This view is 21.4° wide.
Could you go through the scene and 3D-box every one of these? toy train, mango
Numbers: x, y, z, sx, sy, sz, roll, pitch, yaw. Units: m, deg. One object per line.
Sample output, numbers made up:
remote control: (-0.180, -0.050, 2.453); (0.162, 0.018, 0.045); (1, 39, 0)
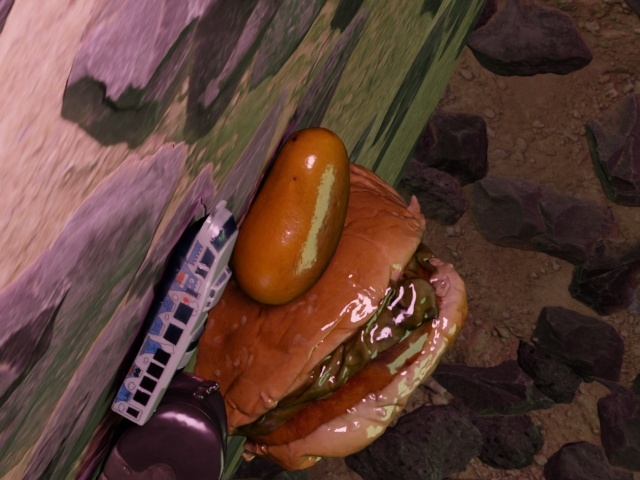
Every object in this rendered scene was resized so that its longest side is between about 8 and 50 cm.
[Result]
toy train: (-0.109, 0.056, 1.315); (0.207, 0.047, 0.043); (-62, 177, 33)
mango: (-0.023, -0.024, 1.596); (0.178, 0.090, 0.115); (-70, 167, 11)

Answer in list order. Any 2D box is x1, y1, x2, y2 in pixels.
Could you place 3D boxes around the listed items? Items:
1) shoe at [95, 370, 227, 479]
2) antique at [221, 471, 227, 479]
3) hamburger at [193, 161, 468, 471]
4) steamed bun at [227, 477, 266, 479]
shoe: (-0.159, 0.226, 1.494); (0.137, 0.114, 0.291); (-75, -169, -59)
antique: (-0.127, 0.282, 1.635); (0.086, 0.183, 0.088); (-16, -171, 13)
hamburger: (0.031, 0.071, 1.697); (0.209, 0.162, 0.330); (8, -120, 48)
steamed bun: (-0.157, 0.483, 2.276); (0.374, 0.241, 0.374); (-61, 171, -16)
